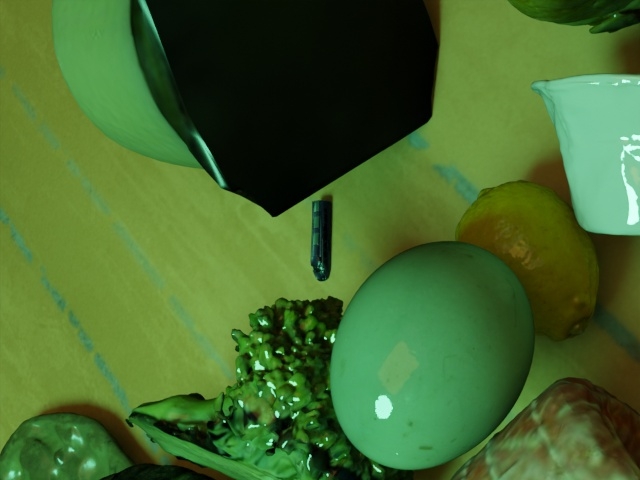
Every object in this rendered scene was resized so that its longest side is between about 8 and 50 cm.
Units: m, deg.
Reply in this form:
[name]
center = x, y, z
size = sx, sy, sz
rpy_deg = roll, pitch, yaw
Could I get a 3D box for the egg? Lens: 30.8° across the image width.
[egg]
center = 0.086, 0.087, 0.900
size = 0.149, 0.149, 0.192
rpy_deg = 14, 54, 37

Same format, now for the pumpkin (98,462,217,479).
[pumpkin]
center = -0.151, 0.318, 1.097
size = 0.220, 0.162, 0.220
rpy_deg = 12, 116, 27

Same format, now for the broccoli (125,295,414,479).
[broccoli]
center = -0.022, 0.138, 1.053
size = 0.273, 0.242, 0.180
rpy_deg = 15, 65, 31

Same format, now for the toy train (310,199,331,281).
[toy train]
center = 0.000, 0.000, 1.187
size = 0.017, 0.017, 0.083
rpy_deg = -8, 74, 35

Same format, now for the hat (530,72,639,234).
[hat]
center = 0.267, -0.069, 0.934
size = 0.203, 0.203, 0.126
rpy_deg = 2, 95, 36

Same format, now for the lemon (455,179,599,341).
[lemon]
center = 0.179, 0.018, 0.996
size = 0.114, 0.114, 0.155
rpy_deg = -37, 67, 22

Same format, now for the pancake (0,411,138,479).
[pancake]
center = -0.289, 0.338, 1.285
size = 0.294, 0.049, 0.294
rpy_deg = -13, 67, 32

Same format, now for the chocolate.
[chocolate]
center = -0.098, -0.203, 1.153
size = 0.297, 0.314, 0.326
rpy_deg = -8, 112, 54

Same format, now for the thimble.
[thimble]
center = 0.213, 0.225, 0.843
size = 0.162, 0.239, 0.239
rpy_deg = -47, 56, 13

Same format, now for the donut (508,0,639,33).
[donut]
center = 0.284, -0.291, 0.870
size = 0.360, 0.360, 0.170
rpy_deg = -25, 78, 28
